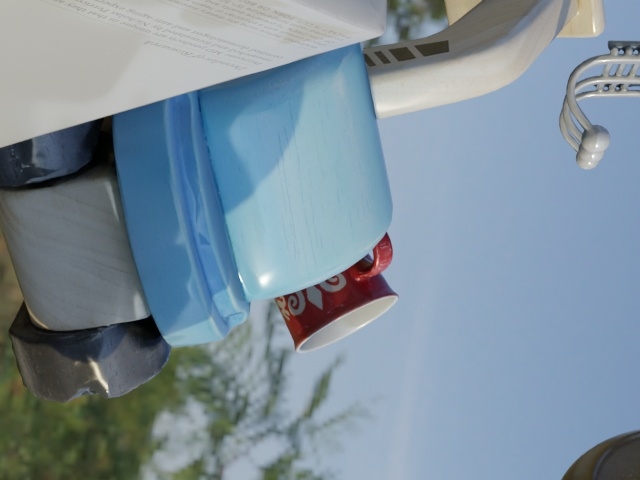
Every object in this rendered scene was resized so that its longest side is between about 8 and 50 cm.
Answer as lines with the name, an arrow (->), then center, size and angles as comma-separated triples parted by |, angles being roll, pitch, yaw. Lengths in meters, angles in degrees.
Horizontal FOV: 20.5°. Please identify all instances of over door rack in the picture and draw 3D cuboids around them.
over door rack -> 0.329, -0.096, 1.200 | 0.239, 0.324, 0.108 | 4, 75, -84

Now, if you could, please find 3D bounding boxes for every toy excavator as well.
toy excavator -> -0.001, -0.094, 1.286 | 0.433, 0.445, 0.222 | -86, 167, -64

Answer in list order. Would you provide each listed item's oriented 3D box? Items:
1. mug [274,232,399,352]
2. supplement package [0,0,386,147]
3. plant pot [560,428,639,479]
mug -> 0.002, 0.001, 1.741 | 0.169, 0.150, 0.113 | 61, 20, 13
supplement package -> -0.135, -0.156, 0.745 | 0.293, 0.175, 0.177 | -12, -108, 43
plant pot -> 0.308, 0.217, 1.426 | 0.236, 0.236, 0.032 | -91, -176, -60
